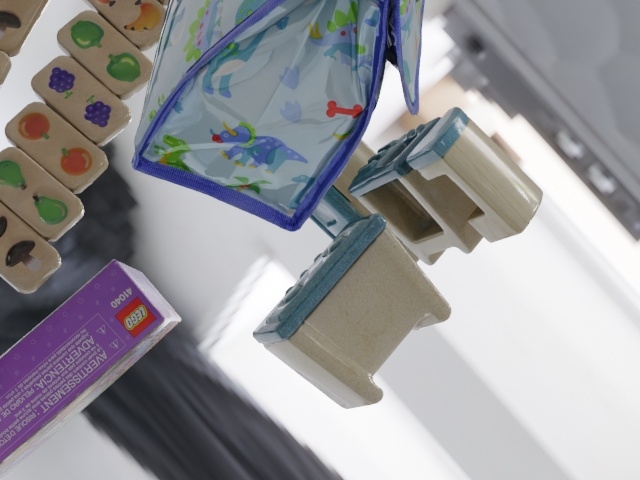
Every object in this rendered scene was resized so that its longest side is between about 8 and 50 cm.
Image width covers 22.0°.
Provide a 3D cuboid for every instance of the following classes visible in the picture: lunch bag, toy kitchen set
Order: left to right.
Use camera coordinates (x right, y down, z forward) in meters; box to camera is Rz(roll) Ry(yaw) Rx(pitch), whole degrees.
[{"bbox_3d":[-0.003,-0.101,0.658,0.151,0.096,0.129,125,-20,-46],"label":"lunch bag"},{"bbox_3d":[0.000,0.000,0.906,0.166,0.122,0.207,-49,-172,-18],"label":"toy kitchen set"}]

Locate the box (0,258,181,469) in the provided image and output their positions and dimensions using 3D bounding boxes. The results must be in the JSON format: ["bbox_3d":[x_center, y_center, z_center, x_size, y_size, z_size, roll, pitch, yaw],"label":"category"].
[{"bbox_3d":[-0.197,0.103,1.197,0.201,0.057,0.293,-41,180,-3],"label":"box"}]

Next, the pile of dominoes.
[{"bbox_3d":[-0.191,-0.110,0.902,0.040,0.196,0.251,93,19,-64],"label":"pile of dominoes"}]
